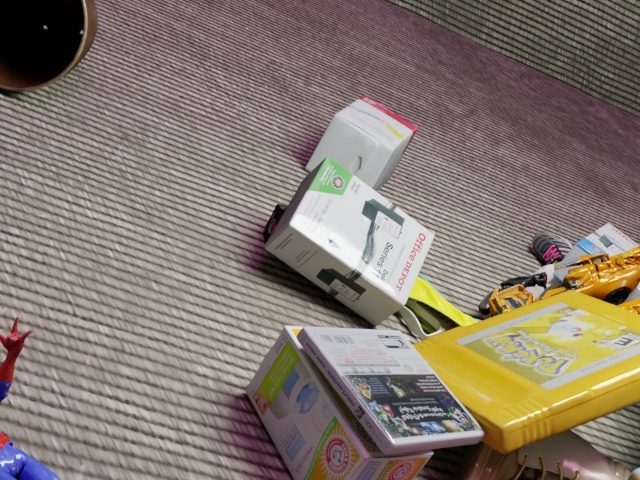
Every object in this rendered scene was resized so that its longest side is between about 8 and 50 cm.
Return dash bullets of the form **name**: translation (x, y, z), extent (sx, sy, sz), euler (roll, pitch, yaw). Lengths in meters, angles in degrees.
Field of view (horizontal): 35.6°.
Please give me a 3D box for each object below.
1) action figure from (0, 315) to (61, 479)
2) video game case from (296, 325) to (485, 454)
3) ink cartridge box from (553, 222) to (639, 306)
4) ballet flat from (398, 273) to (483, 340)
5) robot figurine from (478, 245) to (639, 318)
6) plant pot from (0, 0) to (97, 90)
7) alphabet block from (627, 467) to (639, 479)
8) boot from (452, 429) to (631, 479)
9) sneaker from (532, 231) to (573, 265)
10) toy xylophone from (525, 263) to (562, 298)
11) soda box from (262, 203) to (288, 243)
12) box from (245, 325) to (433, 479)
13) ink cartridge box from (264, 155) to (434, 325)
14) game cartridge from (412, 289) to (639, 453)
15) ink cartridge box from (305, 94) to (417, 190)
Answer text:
- **action figure**: translation (-0.264, 0.183, 0.888), extent (0.280, 0.139, 0.091), euler (36, 26, 18)
- **video game case**: translation (0.082, 0.166, 1.127), extent (0.190, 0.022, 0.173), euler (9, 34, -51)
- **ink cartridge box**: translation (0.510, 0.054, 1.745), extent (0.140, 0.082, 0.191), euler (39, 30, 18)
- **ballet flat**: translation (0.194, 0.139, 1.496), extent (0.231, 0.077, 0.077), euler (38, 49, 23)
- **robot figurine**: translation (0.395, 0.110, 1.569), extent (0.291, 0.085, 0.211), euler (-16, 48, -5)
- **plant pot**: translation (-0.443, -0.353, 1.592), extent (0.215, 0.215, 0.230), euler (29, 12, -2)
- **alphabet block**: translation (0.460, 0.376, 1.146), extent (0.192, 0.193, 0.197), euler (-10, 41, -18)
- **boot**: translation (0.288, 0.304, 1.270), extent (0.203, 0.095, 0.262), euler (38, 25, 13)
- **sneaker**: translation (0.459, 0.043, 1.916), extent (0.075, 0.063, 0.170), euler (9, 37, -46)
- **toy xylophone**: translation (0.493, 0.157, 1.733), extent (0.323, 0.081, 0.236), euler (30, 27, 1)
- **soda box**: translation (0.000, 0.000, 1.541), extent (0.169, 0.060, 0.053), euler (16, 29, -24)
- **box**: translation (0.017, 0.207, 1.140), extent (0.103, 0.114, 0.203), euler (7, 36, -40)
- **ink cartridge box**: translation (0.047, 0.002, 1.464), extent (0.208, 0.087, 0.153), euler (35, 52, -11)
- **game cartridge**: translation (0.289, 0.158, 1.311), extent (0.324, 0.052, 0.285), euler (-14, 17, -23)
- **ink cartridge box**: translation (0.077, -0.168, 1.834), extent (0.127, 0.128, 0.176), euler (33, 26, 7)
